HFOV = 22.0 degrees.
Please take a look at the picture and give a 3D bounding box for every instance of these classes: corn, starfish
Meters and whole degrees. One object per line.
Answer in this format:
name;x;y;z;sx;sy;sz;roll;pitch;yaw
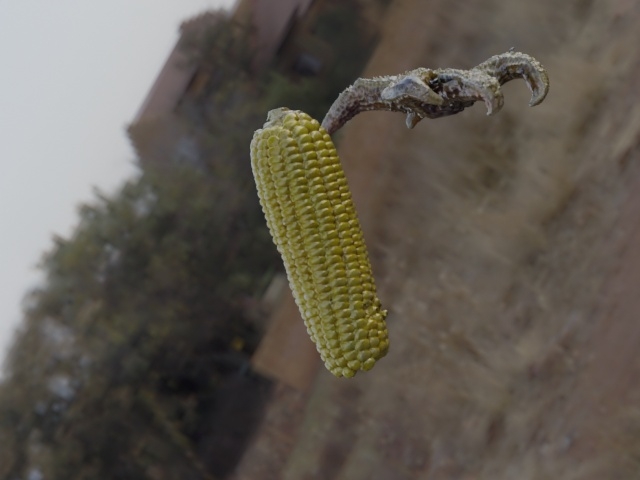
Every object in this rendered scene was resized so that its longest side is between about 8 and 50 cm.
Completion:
corn;0.000;0.000;1.216;0.067;0.206;0.067;-19;-4;-1
starfish;0.100;-0.134;1.516;0.238;0.216;0.071;20;-116;-85
